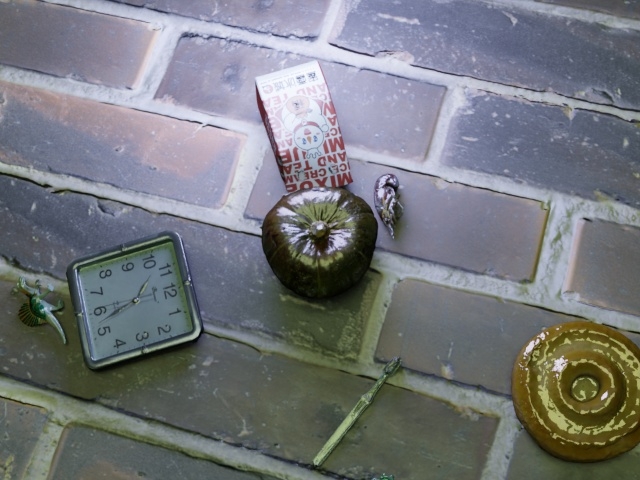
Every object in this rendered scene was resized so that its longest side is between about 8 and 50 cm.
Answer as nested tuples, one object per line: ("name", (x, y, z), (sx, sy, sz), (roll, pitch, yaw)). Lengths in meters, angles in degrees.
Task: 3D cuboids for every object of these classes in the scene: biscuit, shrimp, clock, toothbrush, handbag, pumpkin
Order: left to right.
("clock", (-0.418, 0.136, 2.083), (0.279, 0.049, 0.273), (-16, 68, 0))
("handbag", (-0.035, -0.248, 2.143), (0.171, 0.151, 0.298), (-17, 71, -7))
("pumpkin", (-0.001, -0.001, 2.018), (0.260, 0.189, 0.260), (-2, 70, 5))
("toothbrush", (0.078, 0.360, 1.956), (0.026, 0.028, 0.294), (36, 81, 19))
("shrimp", (0.157, -0.077, 2.103), (0.065, 0.056, 0.165), (-10, 70, -5))
("biscuit", (0.538, 0.304, 1.890), (0.297, 0.102, 0.296), (-1, 69, 3))

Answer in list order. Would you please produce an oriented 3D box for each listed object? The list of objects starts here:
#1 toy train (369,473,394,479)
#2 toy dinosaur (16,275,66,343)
("toy train", (0.118, 0.574, 1.822), (0.163, 0.112, 0.203), (39, 76, 25))
("toy dinosaur", (-0.640, 0.159, 2.107), (0.106, 0.044, 0.187), (-19, 80, 13))
